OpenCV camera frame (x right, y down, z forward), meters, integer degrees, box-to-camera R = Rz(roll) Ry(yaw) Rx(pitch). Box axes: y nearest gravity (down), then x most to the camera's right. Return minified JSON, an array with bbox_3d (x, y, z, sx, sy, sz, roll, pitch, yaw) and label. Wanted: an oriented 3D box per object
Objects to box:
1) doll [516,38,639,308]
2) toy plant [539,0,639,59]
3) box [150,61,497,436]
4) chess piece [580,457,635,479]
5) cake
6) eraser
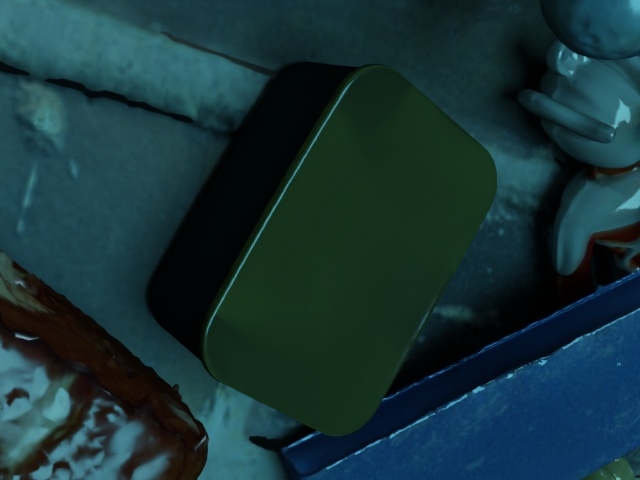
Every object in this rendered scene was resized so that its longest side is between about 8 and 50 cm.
[{"bbox_3d":[0.258,-0.011,0.790,0.188,0.099,0.384,-42,128,-8],"label":"doll"},{"bbox_3d":[0.209,-0.221,0.588,0.332,0.247,0.247,5,102,-39],"label":"toy plant"},{"bbox_3d":[0.000,0.000,0.608,0.144,0.090,0.201,32,85,-37],"label":"box"},{"bbox_3d":[0.214,0.226,0.850,0.122,0.066,0.066,-33,121,-28],"label":"chess piece"},{"bbox_3d":[-0.187,0.070,0.448,0.283,0.177,0.151,37,83,-31],"label":"cake"},{"bbox_3d":[0.131,0.141,0.728,0.311,0.042,0.144,-24,124,-13],"label":"eraser"}]
